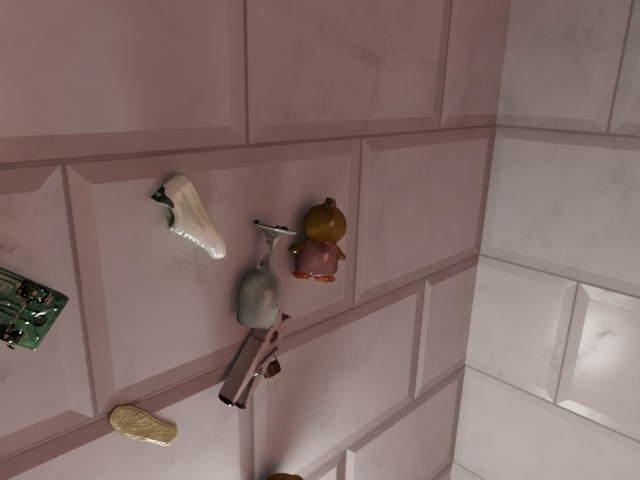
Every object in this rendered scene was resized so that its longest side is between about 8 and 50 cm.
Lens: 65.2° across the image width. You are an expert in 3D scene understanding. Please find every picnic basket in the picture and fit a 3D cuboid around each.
[{"bbox_3d":[-0.175,0.410,1.664,0.072,0.072,0.083,-31,92,-36],"label":"picnic basket"}]

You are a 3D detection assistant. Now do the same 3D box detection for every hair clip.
[{"bbox_3d":[-0.203,0.371,1.594,0.101,0.085,0.330,46,69,-47],"label":"hair clip"}]

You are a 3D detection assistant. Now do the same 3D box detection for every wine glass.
[{"bbox_3d":[-0.167,0.102,1.502,0.143,0.143,0.321,10,97,-48],"label":"wine glass"}]

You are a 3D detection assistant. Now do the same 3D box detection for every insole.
[{"bbox_3d":[-0.491,0.522,1.400,0.081,0.011,0.248,-58,136,-15],"label":"insole"}]

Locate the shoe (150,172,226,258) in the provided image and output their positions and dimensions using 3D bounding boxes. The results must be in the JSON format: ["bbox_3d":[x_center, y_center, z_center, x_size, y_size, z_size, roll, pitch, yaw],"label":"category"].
[{"bbox_3d":[-0.345,-0.042,1.307,0.110,0.095,0.265,-37,122,-25],"label":"shoe"}]

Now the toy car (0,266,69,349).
[{"bbox_3d":[-0.682,0.110,0.993,0.321,0.097,0.141,41,74,-46],"label":"toy car"}]

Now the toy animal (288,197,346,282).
[{"bbox_3d":[0.001,-0.001,1.628,0.195,0.169,0.281,10,94,-13],"label":"toy animal"}]

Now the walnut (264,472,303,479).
[{"bbox_3d":[-0.138,0.948,1.759,0.257,0.224,0.257,-28,127,-45],"label":"walnut"}]
